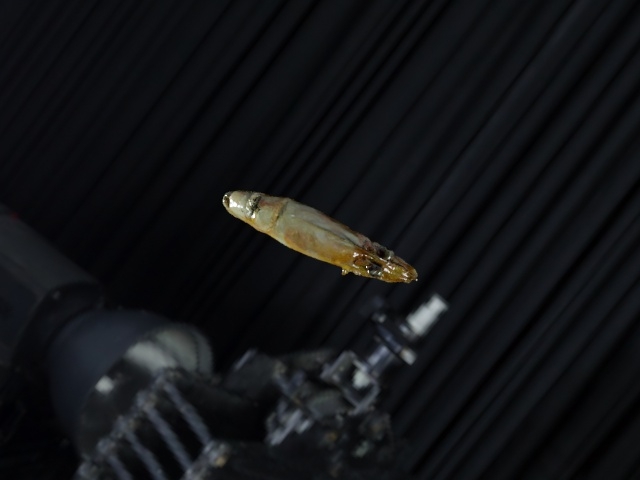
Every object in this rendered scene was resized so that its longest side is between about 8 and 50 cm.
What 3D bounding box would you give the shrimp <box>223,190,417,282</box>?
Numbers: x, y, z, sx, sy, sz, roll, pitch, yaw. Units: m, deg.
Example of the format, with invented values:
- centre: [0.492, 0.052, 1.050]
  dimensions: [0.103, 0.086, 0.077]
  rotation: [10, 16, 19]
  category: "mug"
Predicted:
- centre: [0.001, -0.001, 1.544]
  dimensions: [0.294, 0.062, 0.154]
  rotation: [26, 176, 21]
  category: "shrimp"
